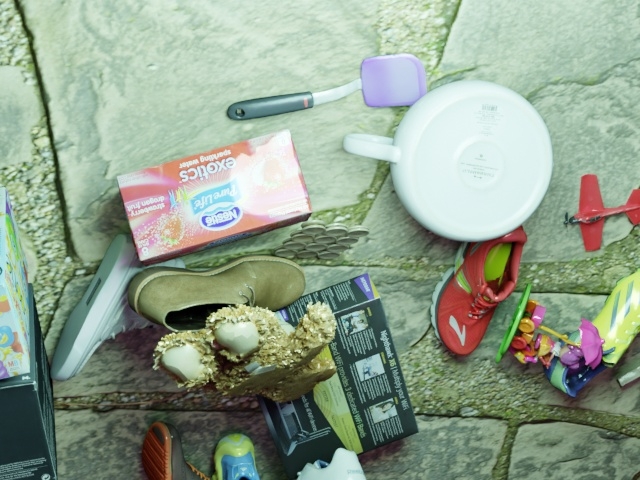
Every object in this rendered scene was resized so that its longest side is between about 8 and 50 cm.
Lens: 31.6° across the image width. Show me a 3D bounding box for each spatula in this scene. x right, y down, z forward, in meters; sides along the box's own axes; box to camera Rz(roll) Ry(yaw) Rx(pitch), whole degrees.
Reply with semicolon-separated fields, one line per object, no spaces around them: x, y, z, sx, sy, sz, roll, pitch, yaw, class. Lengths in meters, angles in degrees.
0.009;-0.215;1.660;0.296;0.030;0.084;-12;121;-8;spatula

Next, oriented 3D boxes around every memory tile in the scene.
0.000;0.000;1.733;0.113;0.012;0.148;3;161;-24;memory tile

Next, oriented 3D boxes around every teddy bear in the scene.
-0.104;0.153;1.641;0.245;0.113;0.338;-40;153;29;teddy bear

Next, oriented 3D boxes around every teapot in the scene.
0.205;-0.123;1.678;0.252;0.187;0.256;-39;106;-1;teapot

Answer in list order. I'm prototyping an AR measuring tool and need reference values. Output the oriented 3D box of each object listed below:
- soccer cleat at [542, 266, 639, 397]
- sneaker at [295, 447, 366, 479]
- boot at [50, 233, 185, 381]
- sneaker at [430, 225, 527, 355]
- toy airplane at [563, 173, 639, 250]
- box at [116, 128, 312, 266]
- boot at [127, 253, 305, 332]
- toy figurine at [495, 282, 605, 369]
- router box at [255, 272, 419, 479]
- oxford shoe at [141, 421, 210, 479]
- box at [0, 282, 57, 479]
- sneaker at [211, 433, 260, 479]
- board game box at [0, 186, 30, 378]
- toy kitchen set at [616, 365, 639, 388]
0.513;0.161;1.961;0.289;0.121;0.093;-44;120;11;soccer cleat
-0.011;0.449;1.907;0.111;0.129;0.297;18;140;-36;sneaker
-0.305;0.120;1.725;0.123;0.095;0.258;25;105;-27;boot
0.260;0.079;1.846;0.107;0.118;0.279;5;117;-17;sneaker
0.477;-0.046;1.887;0.151;0.028;0.151;-6;119;-11;toy airplane
-0.151;-0.059;1.625;0.257;0.122;0.128;-16;87;-6;box
-0.131;0.093;1.712;0.305;0.115;0.112;-6;114;-38;boot
0.393;0.174;1.904;0.159;0.130;0.173;22;137;7;toy figurine
0.012;0.231;1.887;0.243;0.081;0.309;-19;122;-3;router box
-0.240;0.404;1.924;0.098;0.097;0.271;-19;131;-25;oxford shoe
-0.448;0.209;1.641;0.103;0.261;0.184;-7;120;-11;box
-0.142;0.457;1.948;0.091;0.126;0.240;-10;121;-10;sneaker
-0.482;0.061;1.539;0.144;0.275;0.142;-12;121;-8;board game box
0.600;0.276;2.087;0.075;0.083;0.068;-29;164;2;toy kitchen set
